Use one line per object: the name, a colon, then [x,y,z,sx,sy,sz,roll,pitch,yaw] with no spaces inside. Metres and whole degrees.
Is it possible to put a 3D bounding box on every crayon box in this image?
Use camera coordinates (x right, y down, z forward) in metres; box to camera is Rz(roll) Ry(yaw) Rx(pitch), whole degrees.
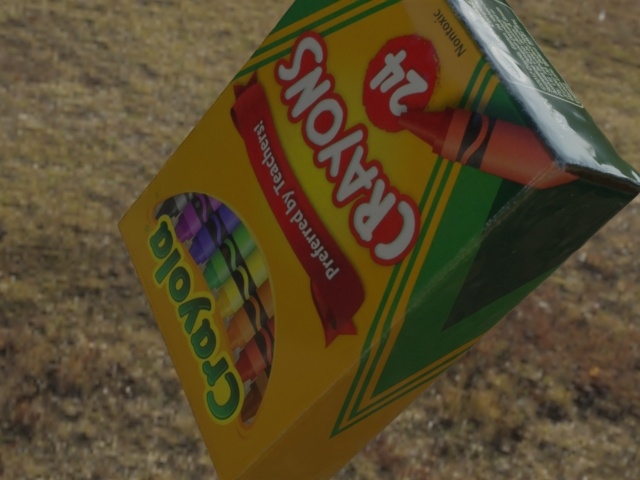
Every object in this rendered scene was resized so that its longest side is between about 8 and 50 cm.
crayon box: [0.000,0.000,0.720,0.081,0.318,0.202,11,41,-44]
